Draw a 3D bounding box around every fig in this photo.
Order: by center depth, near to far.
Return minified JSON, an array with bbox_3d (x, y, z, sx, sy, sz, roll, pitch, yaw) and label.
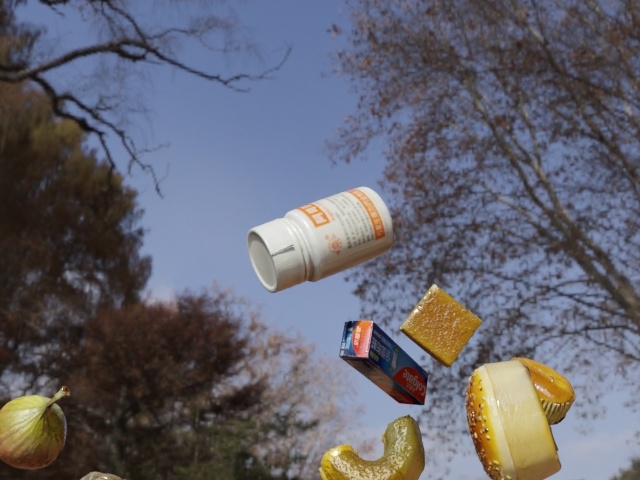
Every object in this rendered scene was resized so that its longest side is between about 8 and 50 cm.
[{"bbox_3d":[-0.598,0.379,1.682,0.160,0.230,0.143,40,5,6],"label":"fig"}]

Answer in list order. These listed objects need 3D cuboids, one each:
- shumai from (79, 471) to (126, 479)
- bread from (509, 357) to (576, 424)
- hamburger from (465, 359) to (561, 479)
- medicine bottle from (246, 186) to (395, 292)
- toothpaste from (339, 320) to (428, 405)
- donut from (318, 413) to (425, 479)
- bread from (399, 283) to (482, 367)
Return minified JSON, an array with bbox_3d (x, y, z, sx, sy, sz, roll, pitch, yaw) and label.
[{"bbox_3d":[-0.651,0.773,2.299,0.184,0.218,0.185,20,-4,-6],"label":"shumai"},{"bbox_3d":[0.542,0.373,1.976,0.190,0.132,0.114,31,-54,26],"label":"bread"},{"bbox_3d":[0.422,0.415,1.756,0.176,0.300,0.300,-18,-29,11],"label":"hamburger"},{"bbox_3d":[0.000,0.000,1.456,0.252,0.144,0.144,-23,-16,-23],"label":"medicine bottle"},{"bbox_3d":[0.135,0.254,1.591,0.066,0.076,0.320,-3,-27,29],"label":"toothpaste"},{"bbox_3d":[0.138,0.509,1.770,0.259,0.152,0.101,-23,-36,-12],"label":"donut"},{"bbox_3d":[0.181,0.129,1.178,0.094,0.090,0.035,38,-6,7],"label":"bread"}]
